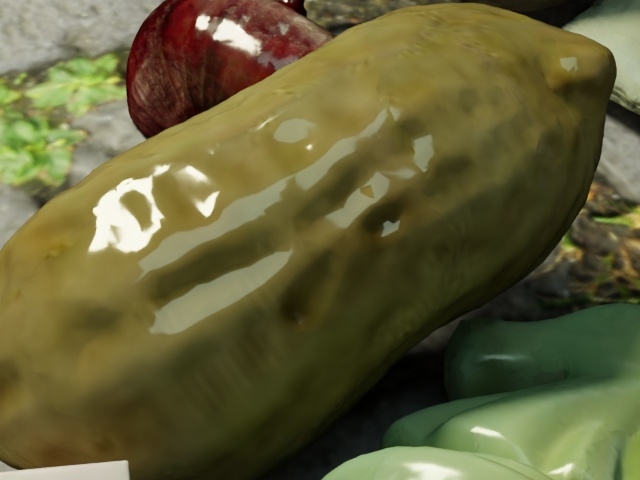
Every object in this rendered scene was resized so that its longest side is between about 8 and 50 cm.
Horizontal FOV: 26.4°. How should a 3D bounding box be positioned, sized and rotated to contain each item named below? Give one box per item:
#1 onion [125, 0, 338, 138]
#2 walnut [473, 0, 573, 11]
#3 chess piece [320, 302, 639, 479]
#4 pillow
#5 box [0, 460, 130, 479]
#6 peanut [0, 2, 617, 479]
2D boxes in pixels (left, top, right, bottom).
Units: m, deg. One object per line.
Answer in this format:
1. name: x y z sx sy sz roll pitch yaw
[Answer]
1. onion: -0.038 -0.092 0.841 0.205 0.098 0.151 26 50 15
2. walnut: 0.160 -0.257 0.958 0.230 0.178 0.178 -45 62 -1
3. chess piece: 0.112 0.115 0.664 0.175 0.176 0.298 28 38 17
4. pillow: 0.266 -0.159 0.968 0.128 0.051 0.229 36 54 17
5. box: -0.145 0.155 0.589 0.129 0.130 0.051 -4 51 -11
6. peanut: 0.000 0.000 0.697 0.387 0.192 0.169 -32 77 -21
